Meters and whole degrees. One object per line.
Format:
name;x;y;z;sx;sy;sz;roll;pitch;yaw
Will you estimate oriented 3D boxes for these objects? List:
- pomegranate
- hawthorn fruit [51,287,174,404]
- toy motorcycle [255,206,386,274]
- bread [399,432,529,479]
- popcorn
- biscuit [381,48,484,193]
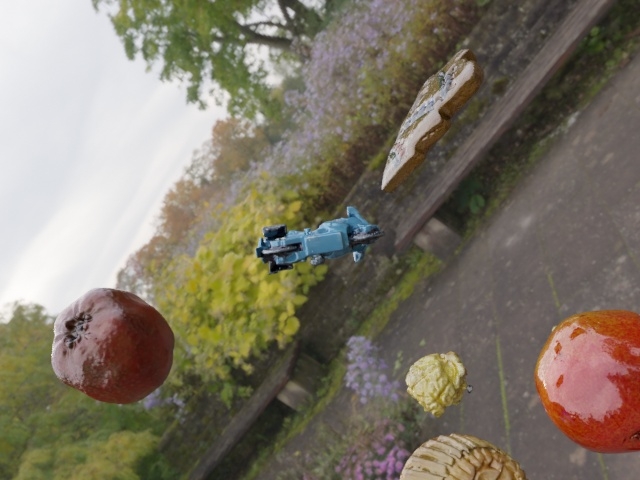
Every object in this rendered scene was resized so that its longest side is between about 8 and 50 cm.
pomegranate;0.443;0.205;0.960;0.221;0.221;0.257;-54;16;14
hawthorn fruit;-0.362;0.201;1.126;0.205;0.205;0.253;-57;-35;-12
toy motorcycle;0.000;0.000;1.316;0.182;0.272;0.123;-91;-8;-86
bread;0.232;0.414;0.956;0.240;0.240;0.139;-60;-3;-36
popcorn;0.307;0.366;1.591;0.180;0.170;0.180;12;-90;-75
biscuit;0.195;-0.224;1.150;0.301;0.043;0.278;-60;12;-2
